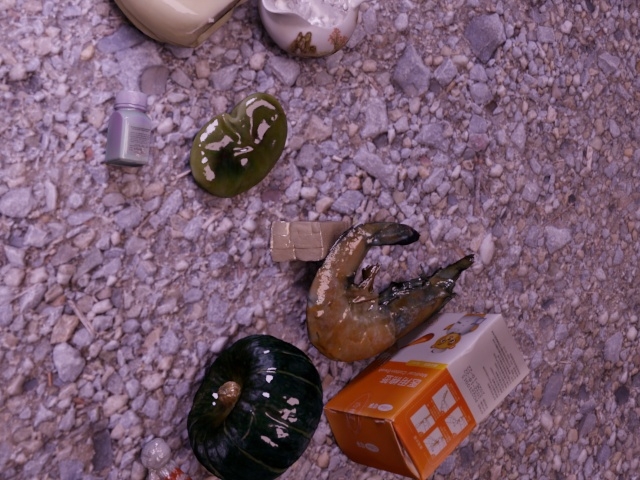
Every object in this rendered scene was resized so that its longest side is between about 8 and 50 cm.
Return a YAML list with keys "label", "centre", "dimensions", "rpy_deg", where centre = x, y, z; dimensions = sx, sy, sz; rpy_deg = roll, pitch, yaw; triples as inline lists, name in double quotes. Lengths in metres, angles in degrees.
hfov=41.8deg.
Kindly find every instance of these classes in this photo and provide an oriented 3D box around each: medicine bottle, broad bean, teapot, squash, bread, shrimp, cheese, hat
- label: "medicine bottle"
  centre: [-0.313, -0.182, 1.371]
  dimensions: [0.055, 0.074, 0.118]
  rpy_deg: [6, 85, -33]
- label: "broad bean"
  centre: [-0.143, -0.167, 1.498]
  dimensions: [0.153, 0.072, 0.207]
  rpy_deg: [40, 80, -24]
- label: "teapot"
  centre: [-0.006, -0.443, 1.546]
  dimensions: [0.298, 0.139, 0.204]
  rpy_deg: [-23, 99, -32]
- label: "squash"
  centre: [-0.108, 0.282, 1.394]
  dimensions: [0.165, 0.252, 0.252]
  rpy_deg: [33, 71, -22]
- label: "bread"
  centre: [-0.015, 0.001, 1.598]
  dimensions: [0.152, 0.105, 0.077]
  rpy_deg: [1, 87, -66]
- label: "shrimp"
  centre: [0.146, 0.074, 1.650]
  dimensions: [0.445, 0.085, 0.272]
  rpy_deg: [-18, 112, -34]
- label: "cheese"
  centre: [-0.229, -0.458, 1.405]
  dimensions: [0.233, 0.127, 0.266]
  rpy_deg: [48, 62, -20]
- label: "hat"
  centre: [-0.253, 0.410, 1.405]
  dimensions: [0.112, 0.093, 0.162]
  rpy_deg: [-23, 84, -42]

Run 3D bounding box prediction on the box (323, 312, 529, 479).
- label: "box"
  centre: [0.202, 0.290, 1.617]
  dimensions: [0.341, 0.225, 0.143]
  rpy_deg: [-38, 107, -29]
